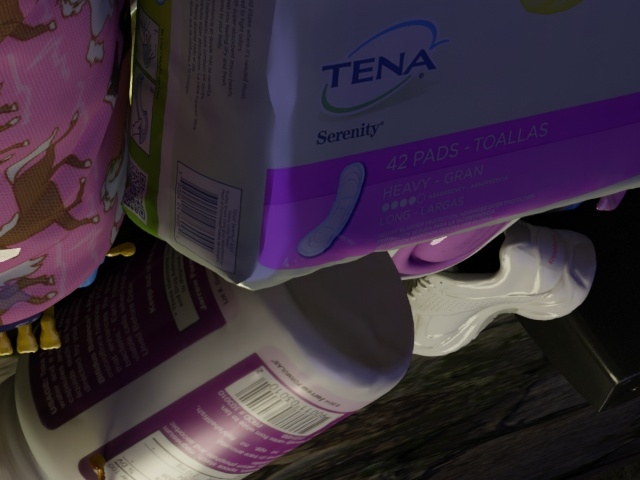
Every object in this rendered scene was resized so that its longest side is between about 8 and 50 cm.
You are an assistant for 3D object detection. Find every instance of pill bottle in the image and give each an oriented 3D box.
[{"bbox_3d":[-0.098,0.091,1.230,0.301,0.169,0.169,-33,162,28],"label":"pill bottle"}]

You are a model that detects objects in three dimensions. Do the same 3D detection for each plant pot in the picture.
[{"bbox_3d":[0.275,0.046,1.617,0.187,0.167,0.188,-22,165,-6],"label":"plant pot"}]

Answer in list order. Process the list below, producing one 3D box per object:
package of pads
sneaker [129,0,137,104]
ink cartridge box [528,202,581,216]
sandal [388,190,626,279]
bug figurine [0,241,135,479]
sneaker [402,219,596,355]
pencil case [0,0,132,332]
[{"bbox_3d":[0.067,-0.123,0.736,0.297,0.101,0.229,-15,124,-34],"label":"package of pads"},{"bbox_3d":[-0.021,-0.107,0.856,0.208,0.094,0.081,-34,163,33],"label":"sneaker"},{"bbox_3d":[0.185,-0.043,1.456,0.083,0.028,0.048,-10,158,-40],"label":"ink cartridge box"},{"bbox_3d":[0.188,-0.064,1.263,0.169,0.102,0.416,-12,159,-37],"label":"sandal"},{"bbox_3d":[-0.214,0.100,1.098,0.216,0.072,0.279,-4,117,-7],"label":"bug figurine"},{"bbox_3d":[0.109,0.024,1.498,0.115,0.090,0.232,29,144,-33],"label":"sneaker"},{"bbox_3d":[-0.151,-0.087,0.634,0.160,0.167,0.386,8,160,-1],"label":"pencil case"}]
